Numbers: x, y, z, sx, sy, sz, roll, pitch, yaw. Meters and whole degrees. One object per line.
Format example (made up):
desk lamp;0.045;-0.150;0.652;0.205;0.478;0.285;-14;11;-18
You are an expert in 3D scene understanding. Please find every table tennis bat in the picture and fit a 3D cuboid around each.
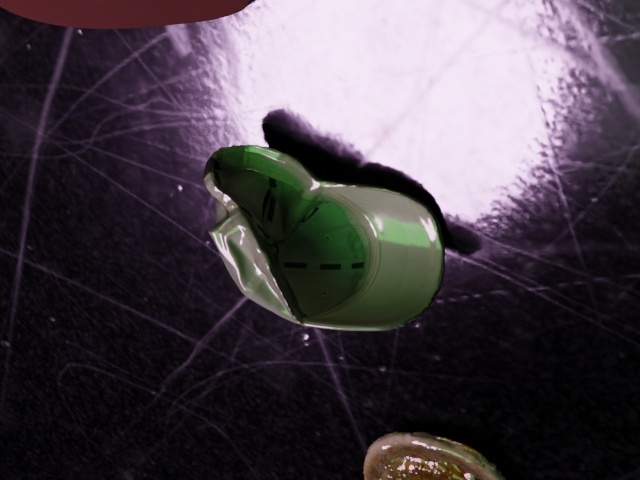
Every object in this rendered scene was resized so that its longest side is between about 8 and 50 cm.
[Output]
table tennis bat;-0.081;-0.157;0.632;0.246;0.138;0.022;-3;86;16

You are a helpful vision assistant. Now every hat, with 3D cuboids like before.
hat;0.004;0.000;0.717;0.166;0.081;0.122;3;84;17

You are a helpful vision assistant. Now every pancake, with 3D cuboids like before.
pancake;0.095;0.200;0.817;0.139;0.022;0.139;19;131;24
